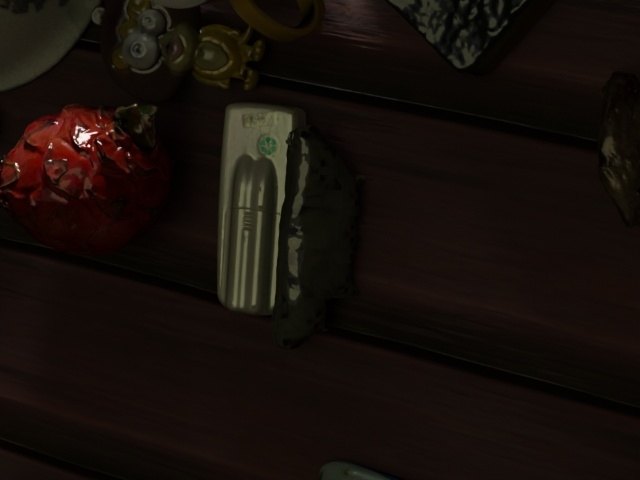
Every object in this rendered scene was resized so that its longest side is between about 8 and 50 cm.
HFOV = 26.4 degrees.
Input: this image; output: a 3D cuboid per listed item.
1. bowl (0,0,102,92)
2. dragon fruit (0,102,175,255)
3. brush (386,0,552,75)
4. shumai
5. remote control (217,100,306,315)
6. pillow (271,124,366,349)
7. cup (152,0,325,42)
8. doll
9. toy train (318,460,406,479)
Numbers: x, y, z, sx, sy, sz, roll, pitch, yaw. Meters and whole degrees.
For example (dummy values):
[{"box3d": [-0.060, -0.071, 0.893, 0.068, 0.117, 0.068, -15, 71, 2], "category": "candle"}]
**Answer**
[{"box3d": [-0.455, -0.374, 1.523, 0.434, 0.196, 0.435, 3, 97, 22], "category": "bowl"}, {"box3d": [-0.254, -0.068, 1.487, 0.209, 0.172, 0.172, -17, 90, 24], "category": "dragon fruit"}, {"box3d": [0.124, -0.267, 1.355, 0.197, 0.059, 0.123, 46, 113, 13], "category": "brush"}, {"box3d": [0.302, -0.094, 1.270, 0.105, 0.123, 0.139, -28, 71, 13], "category": "shumai"}, {"box3d": [-0.069, -0.034, 1.473, 0.090, 0.049, 0.230, 7, 98, 20], "category": "remote control"}, {"box3d": [0.001, -0.001, 1.440, 0.093, 0.051, 0.241, 2, 99, -16], "category": "pillow"}, {"box3d": [-0.076, -0.302, 1.343, 0.185, 0.226, 0.241, -22, 100, 37], "category": "cup"}, {"box3d": [-0.154, -0.224, 1.468, 0.188, 0.096, 0.145, -4, 102, 14], "category": "doll"}, {"box3d": [0.097, 0.286, 1.439, 0.233, 0.051, 0.052, 16, 98, 21], "category": "toy train"}]
